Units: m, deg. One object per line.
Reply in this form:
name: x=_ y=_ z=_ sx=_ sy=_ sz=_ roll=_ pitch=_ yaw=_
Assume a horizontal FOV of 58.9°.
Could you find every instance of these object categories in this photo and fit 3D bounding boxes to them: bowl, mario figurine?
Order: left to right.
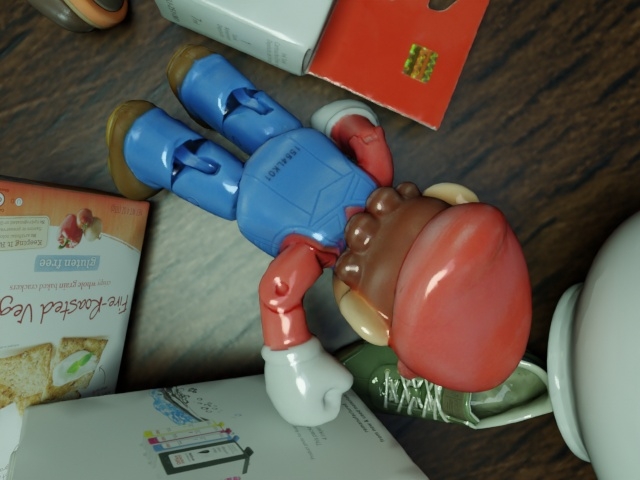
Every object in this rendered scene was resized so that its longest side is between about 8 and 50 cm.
mario figurine: x=0.000 y=0.000 z=0.421 sx=0.320 sy=0.170 sz=0.198 roll=36 pitch=107 yaw=16
bowl: x=0.261 y=0.098 z=0.414 sx=0.298 sy=0.134 sz=0.298 roll=9 pitch=77 yaw=-43

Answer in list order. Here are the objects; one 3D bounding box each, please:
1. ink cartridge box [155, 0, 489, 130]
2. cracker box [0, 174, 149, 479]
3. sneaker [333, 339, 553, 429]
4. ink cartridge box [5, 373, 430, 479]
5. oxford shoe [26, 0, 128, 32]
ink cartridge box: x=0.036 y=-0.256 z=0.437 sx=0.239 sy=0.060 sz=0.275 roll=22 pitch=83 yaw=-2
cracker box: x=-0.217 y=0.072 z=0.412 sx=0.067 sy=0.156 sz=0.232 roll=13 pitch=93 yaw=22
sneaker: x=0.099 y=0.115 z=0.462 sx=0.192 sy=0.086 sz=0.064 roll=-1 pitch=93 yaw=-1
ink cartridge box: x=-0.072 y=0.208 z=0.375 sx=0.233 sy=0.168 sz=0.171 roll=-4 pitch=106 yaw=-21
oxford shoe: x=-0.303 y=-0.286 z=0.419 sx=0.133 sy=0.130 sz=0.363 roll=-37 pitch=105 yaw=23
